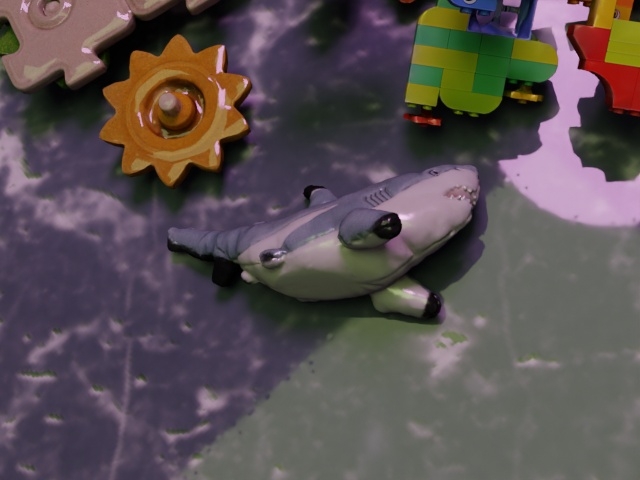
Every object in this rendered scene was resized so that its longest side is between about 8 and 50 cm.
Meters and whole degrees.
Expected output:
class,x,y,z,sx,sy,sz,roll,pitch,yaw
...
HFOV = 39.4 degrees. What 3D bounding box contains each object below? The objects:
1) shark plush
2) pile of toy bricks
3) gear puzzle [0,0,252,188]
class,x,y,z,sx,sy,sz,roll,pitch,yaw
shark plush,0.000,0.000,0.448,0.161,0.073,0.067,-13,48,33
pile of toy bricks,0.069,-0.105,0.432,0.212,0.118,0.105,9,103,2
gear puzzle,-0.127,-0.175,0.535,0.175,0.044,0.339,-31,70,2
